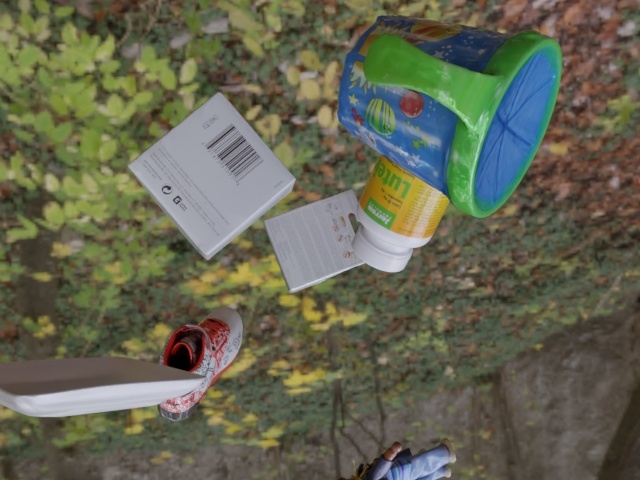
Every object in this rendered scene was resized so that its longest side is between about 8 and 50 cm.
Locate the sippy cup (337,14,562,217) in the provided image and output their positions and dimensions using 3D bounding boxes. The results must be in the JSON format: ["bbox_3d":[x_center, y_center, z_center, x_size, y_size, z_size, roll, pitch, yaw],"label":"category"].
[{"bbox_3d":[0.152,-0.177,1.063,0.224,0.240,0.305,27,150,26],"label":"sippy cup"}]

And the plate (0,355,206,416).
[{"bbox_3d":[-0.351,0.209,1.209,0.278,0.045,0.277,1,179,-41],"label":"plate"}]

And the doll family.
[{"bbox_3d":[0.053,0.242,0.748,0.111,0.193,0.076,-7,-154,-21],"label":"doll family"}]

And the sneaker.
[{"bbox_3d":[-0.207,0.185,1.511,0.090,0.145,0.270,22,-135,10],"label":"sneaker"}]

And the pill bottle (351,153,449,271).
[{"bbox_3d":[0.142,-0.075,1.378,0.136,0.246,0.136,18,-152,-10],"label":"pill bottle"}]

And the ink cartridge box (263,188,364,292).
[{"bbox_3d":[0.000,0.000,1.569,0.179,0.145,0.045,-20,172,-9],"label":"ink cartridge box"}]

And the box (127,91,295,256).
[{"bbox_3d":[-0.164,-0.095,1.285,0.182,0.181,0.119,-41,179,-7],"label":"box"}]
